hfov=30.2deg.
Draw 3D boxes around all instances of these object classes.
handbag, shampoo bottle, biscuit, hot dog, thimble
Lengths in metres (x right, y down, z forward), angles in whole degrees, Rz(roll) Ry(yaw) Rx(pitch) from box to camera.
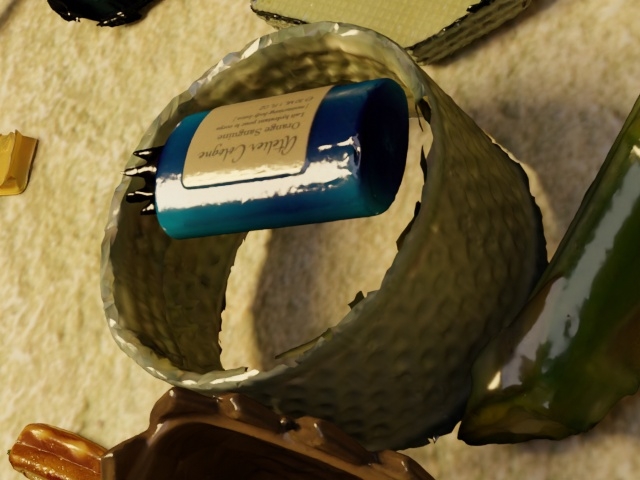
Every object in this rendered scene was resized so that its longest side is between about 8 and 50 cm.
[{"bbox_3d":[-0.318,-0.075,1.160,0.083,0.027,0.061,0,72,39],"label":"handbag"},{"bbox_3d":[-0.037,-0.045,0.703,0.183,0.050,0.087,-6,59,34],"label":"shampoo bottle"},{"bbox_3d":[0.062,-0.212,0.911,0.250,0.046,0.147,22,84,42],"label":"biscuit"},{"bbox_3d":[-0.206,0.181,0.963,0.122,0.037,0.049,15,69,35],"label":"hot dog"},{"bbox_3d":[0.000,0.000,0.788,0.271,0.150,0.271,-17,57,28],"label":"thimble"}]

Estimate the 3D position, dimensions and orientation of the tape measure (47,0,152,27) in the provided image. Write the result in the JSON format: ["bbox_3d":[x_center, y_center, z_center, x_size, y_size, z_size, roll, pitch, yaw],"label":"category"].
[{"bbox_3d":[-0.201,-0.304,1.113,0.199,0.112,0.186,-31,57,25],"label":"tape measure"}]

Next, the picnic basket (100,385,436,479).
[{"bbox_3d":[-0.048,0.231,0.608,0.254,0.321,0.291,16,76,23],"label":"picnic basket"}]

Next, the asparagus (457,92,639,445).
[{"bbox_3d":[0.188,-0.016,0.712,0.343,0.082,0.085,-60,25,0],"label":"asparagus"}]
